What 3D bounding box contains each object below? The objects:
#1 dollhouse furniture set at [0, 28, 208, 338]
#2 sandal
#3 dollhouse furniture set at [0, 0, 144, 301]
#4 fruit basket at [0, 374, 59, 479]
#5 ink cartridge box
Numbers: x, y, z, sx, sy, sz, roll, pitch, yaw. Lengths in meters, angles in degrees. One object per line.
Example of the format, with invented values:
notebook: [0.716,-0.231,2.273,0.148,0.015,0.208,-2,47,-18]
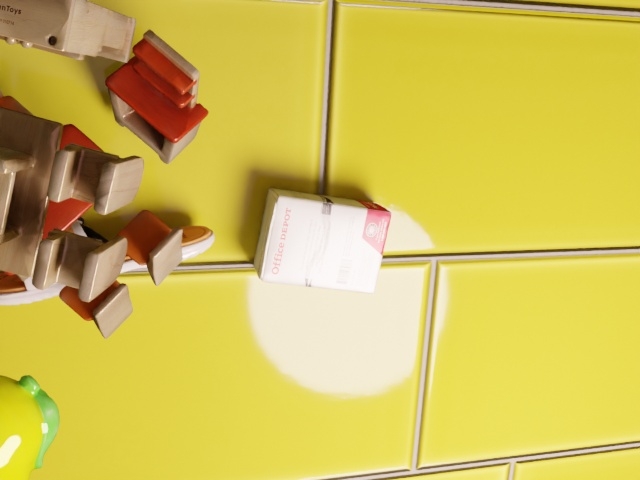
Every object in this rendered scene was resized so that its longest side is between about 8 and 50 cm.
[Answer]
dollhouse furniture set: [-0.238,-0.079,0.749,0.262,0.135,0.259,40,68,4]
sandal: [-0.255,0.001,0.845,0.265,0.102,0.076,-16,109,-20]
dollhouse furniture set: [-0.258,-0.096,0.659,0.212,0.161,0.242,15,101,-1]
fruit basket: [-0.447,0.289,0.763,0.392,0.392,0.283,16,146,-26]
ink cartridge box: [0.000,0.000,0.933,0.150,0.063,0.109,8,104,-18]
